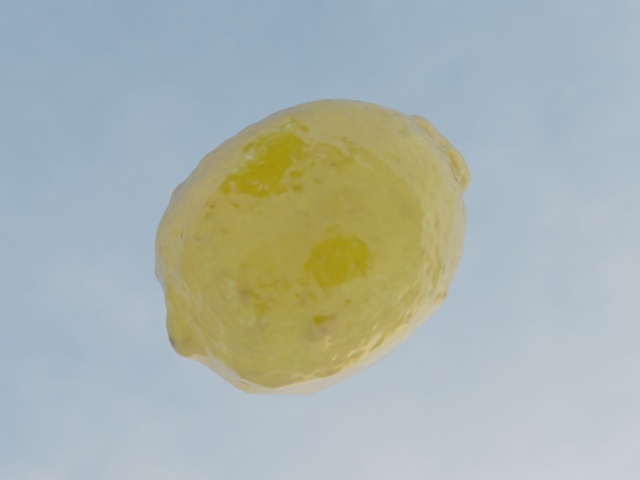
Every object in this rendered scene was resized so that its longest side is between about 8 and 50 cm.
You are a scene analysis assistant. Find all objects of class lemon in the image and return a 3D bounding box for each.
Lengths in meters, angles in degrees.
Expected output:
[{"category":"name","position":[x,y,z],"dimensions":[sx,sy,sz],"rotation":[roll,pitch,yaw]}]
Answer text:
[{"category":"lemon","position":[0.000,0.000,0.429],"dimensions":[0.155,0.114,0.114],"rotation":[-33,-73,-19]}]
